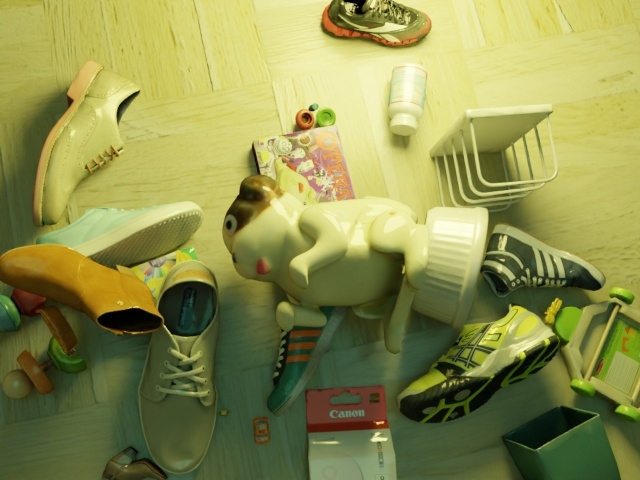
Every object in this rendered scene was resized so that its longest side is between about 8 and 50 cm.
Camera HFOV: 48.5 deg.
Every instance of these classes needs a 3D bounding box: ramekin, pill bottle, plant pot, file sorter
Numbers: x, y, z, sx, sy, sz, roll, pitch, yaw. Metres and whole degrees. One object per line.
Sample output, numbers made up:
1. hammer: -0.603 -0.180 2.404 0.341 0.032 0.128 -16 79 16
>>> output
1. ramekin: 0.274 0.050 1.554 0.127 0.273 0.273 12 76 6
2. pill bottle: 0.209 -0.340 1.718 0.087 0.087 0.160 9 77 -5
3. plant pot: 0.541 0.507 1.532 0.165 0.166 0.234 -24 88 -12
4. file sorter: 0.389 -0.174 1.607 0.192 0.278 0.173 -6 80 -9

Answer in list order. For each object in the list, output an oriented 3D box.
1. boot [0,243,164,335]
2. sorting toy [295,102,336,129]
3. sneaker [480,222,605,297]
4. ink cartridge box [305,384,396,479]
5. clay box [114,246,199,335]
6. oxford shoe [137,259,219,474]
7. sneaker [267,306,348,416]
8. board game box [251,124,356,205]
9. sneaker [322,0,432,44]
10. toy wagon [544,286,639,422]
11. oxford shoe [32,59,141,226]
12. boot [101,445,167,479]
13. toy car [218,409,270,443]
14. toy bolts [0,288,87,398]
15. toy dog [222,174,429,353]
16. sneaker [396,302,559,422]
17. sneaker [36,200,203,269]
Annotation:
1. boot: -0.457 0.098 1.359 0.295 0.211 0.104 10 107 -32
2. sorting toy: -0.017 -0.297 1.709 0.101 0.042 0.061 -6 93 -21
3. sneaker: 0.508 0.086 1.651 0.282 0.099 0.153 27 70 6
4. ink cartridge box: 0.064 0.438 1.540 0.189 0.066 0.233 -2 82 -7
5. clay box: -0.362 0.110 1.559 0.222 0.053 0.128 -20 84 -13
6. oxford shoe: -0.288 0.265 1.474 0.169 0.130 0.450 6 89 -14
7. sneaker: -0.053 0.231 1.550 0.121 0.108 0.302 30 67 1
8. board game box: -0.022 -0.086 1.653 0.208 0.056 0.347 -12 79 -14
9. sneaker: 0.146 -0.551 1.735 0.275 0.135 0.098 6 75 -7
10. toy wagon: 0.671 0.244 1.655 0.344 0.068 0.267 29 75 1
11. oxford shoe: -0.519 -0.205 1.572 0.146 0.140 0.397 19 78 -10
12. boot: -0.391 0.491 1.479 0.118 0.042 0.087 38 82 3
13. toy car: -0.163 0.401 1.525 0.122 0.040 0.060 11 76 -5
14. toy bolts: -0.607 0.194 1.434 0.158 0.218 0.228 -33 76 -27
15. toy dog: 0.000 0.000 1.469 0.407 0.285 0.396 11 52 -2
16. sneaker: 0.335 0.278 1.589 0.384 0.145 0.147 -24 51 -9
17. sneaker: -0.442 -0.030 1.545 0.365 0.135 0.150 -22 63 -22
